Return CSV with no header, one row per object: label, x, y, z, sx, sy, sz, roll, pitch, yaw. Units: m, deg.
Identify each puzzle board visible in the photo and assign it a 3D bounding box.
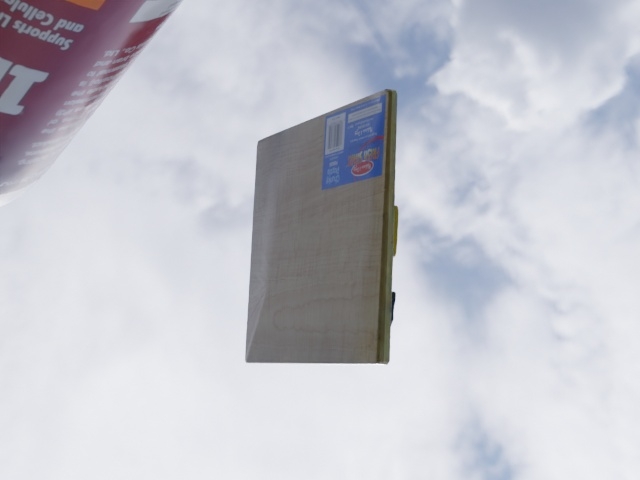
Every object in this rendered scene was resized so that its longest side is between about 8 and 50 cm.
puzzle board,0.000,0.000,0.527,0.011,0.128,0.096,6,-97,-24

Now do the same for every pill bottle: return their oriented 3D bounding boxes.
pill bottle,-0.092,-0.062,0.362,0.086,0.152,0.086,26,-140,-24
